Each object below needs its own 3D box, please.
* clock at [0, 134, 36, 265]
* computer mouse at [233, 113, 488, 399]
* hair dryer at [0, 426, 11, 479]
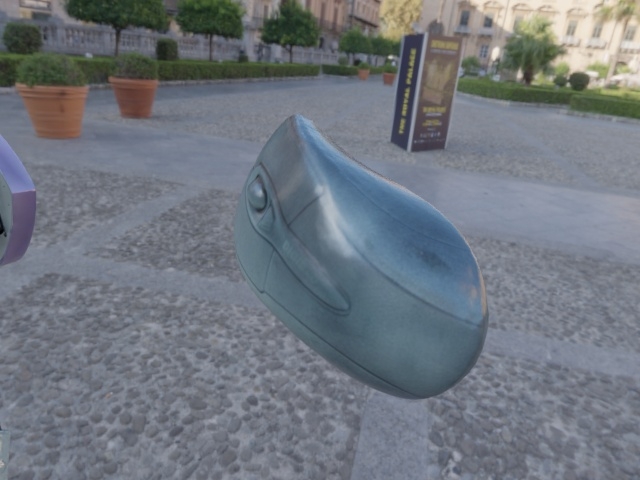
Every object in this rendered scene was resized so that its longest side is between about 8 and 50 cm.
[{"bbox_3d":[-0.442,-0.057,0.611,0.172,0.197,0.064,2,16,31],"label":"clock"},{"bbox_3d":[0.000,0.000,0.489,0.122,0.188,0.371,12,27,-46],"label":"computer mouse"},{"bbox_3d":[-0.181,0.214,0.257,0.131,0.236,0.073,-9,-19,4],"label":"hair dryer"}]
